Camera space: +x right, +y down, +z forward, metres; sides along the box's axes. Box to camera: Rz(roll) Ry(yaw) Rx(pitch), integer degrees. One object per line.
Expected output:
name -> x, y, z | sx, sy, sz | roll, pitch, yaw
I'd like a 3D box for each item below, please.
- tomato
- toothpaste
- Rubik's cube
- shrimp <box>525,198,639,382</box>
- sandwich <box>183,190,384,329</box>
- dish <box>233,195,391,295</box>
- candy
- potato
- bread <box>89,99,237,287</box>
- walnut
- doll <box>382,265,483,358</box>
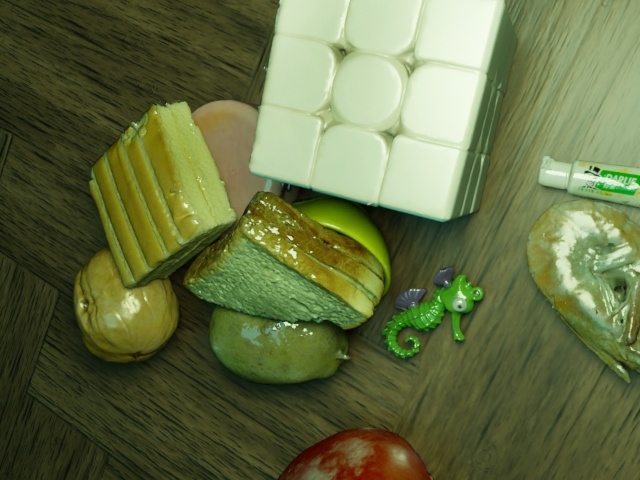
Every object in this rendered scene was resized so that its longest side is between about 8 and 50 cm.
tomato -> 0.006, 0.434, 1.194 | 0.335, 0.176, 0.289 | -41, 39, 20
toothpaste -> 0.473, -0.071, 1.076 | 0.315, 0.056, 0.058 | 11, 136, 21
Rubik's cube -> 0.101, -0.202, 1.088 | 0.292, 0.290, 0.291 | 13, 98, 16
shrimp -> 0.428, 0.077, 1.092 | 0.168, 0.077, 0.317 | -43, 73, 19
sandwich -> -0.058, 0.062, 1.178 | 0.254, 0.099, 0.288 | 32, 147, -17
dish -> 0.000, 0.000, 1.248 | 0.263, 0.221, 0.108 | -2, 52, 33
candy -> -0.146, -0.123, 1.331 | 0.256, 0.094, 0.255 | 2, 95, 25
potato -> -0.066, 0.166, 1.284 | 0.252, 0.174, 0.159 | 9, 56, 22
bread -> -0.274, -0.081, 1.279 | 0.239, 0.111, 0.246 | -34, 75, 38
walnut -> -0.363, 0.115, 1.400 | 0.195, 0.195, 0.221 | -34, 71, 23
doll -> 0.179, 0.121, 1.223 | 0.190, 0.050, 0.115 | -33, 73, 25
